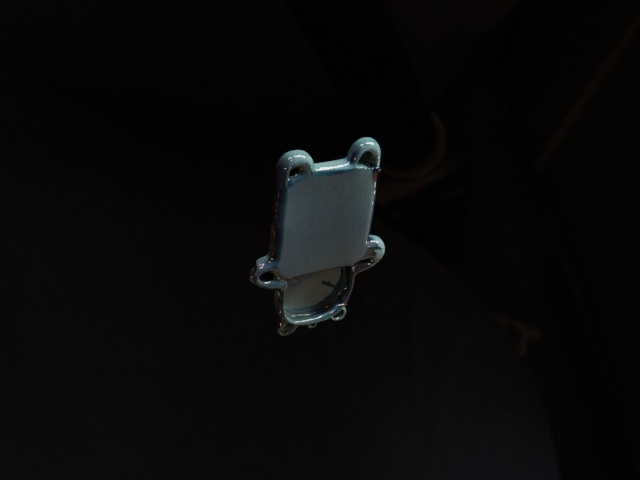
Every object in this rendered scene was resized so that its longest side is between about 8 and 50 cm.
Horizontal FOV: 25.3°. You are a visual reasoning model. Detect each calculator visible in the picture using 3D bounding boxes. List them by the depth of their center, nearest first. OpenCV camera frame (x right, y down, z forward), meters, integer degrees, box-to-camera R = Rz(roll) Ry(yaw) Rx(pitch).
[{"bbox_3d":[0.000,0.000,0.898,0.094,0.019,0.141,-11,128,-24],"label":"calculator"}]
